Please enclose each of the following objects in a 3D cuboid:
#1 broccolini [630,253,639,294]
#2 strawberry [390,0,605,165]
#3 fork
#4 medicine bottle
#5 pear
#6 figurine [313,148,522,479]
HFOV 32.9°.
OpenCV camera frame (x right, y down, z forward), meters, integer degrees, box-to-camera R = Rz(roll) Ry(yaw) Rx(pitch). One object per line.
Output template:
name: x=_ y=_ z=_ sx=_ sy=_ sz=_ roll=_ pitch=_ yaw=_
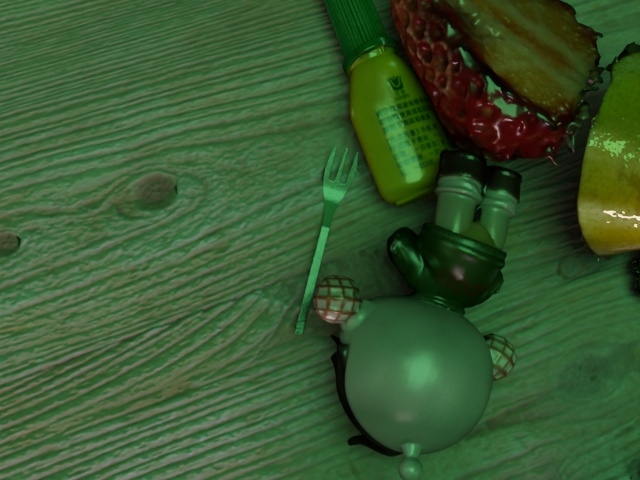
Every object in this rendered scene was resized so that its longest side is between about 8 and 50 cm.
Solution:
broccolini: x=0.465 y=0.088 z=1.364 sx=0.091 sy=0.068 sz=0.203 roll=-36 pitch=104 yaw=0
strawberry: x=0.192 y=-0.198 z=1.294 sx=0.280 sy=0.150 sz=0.253 roll=21 pitch=47 yaw=-15
fork: x=0.000 y=0.000 z=1.314 sx=0.039 sy=0.021 sz=0.235 roll=16 pitch=81 yaw=-2
medicine bottle: x=0.074 y=-0.194 z=1.325 sx=0.111 sy=0.076 sz=0.309 roll=-18 pitch=84 yaw=-27
pear: x=0.427 y=-0.089 z=1.267 sx=0.178 sy=0.267 sz=0.267 roll=14 pitch=76 yaw=35
figurine: x=0.131 y=0.084 z=1.237 sx=0.281 sy=0.167 sz=0.370 roll=22 pitch=84 yaw=-25
